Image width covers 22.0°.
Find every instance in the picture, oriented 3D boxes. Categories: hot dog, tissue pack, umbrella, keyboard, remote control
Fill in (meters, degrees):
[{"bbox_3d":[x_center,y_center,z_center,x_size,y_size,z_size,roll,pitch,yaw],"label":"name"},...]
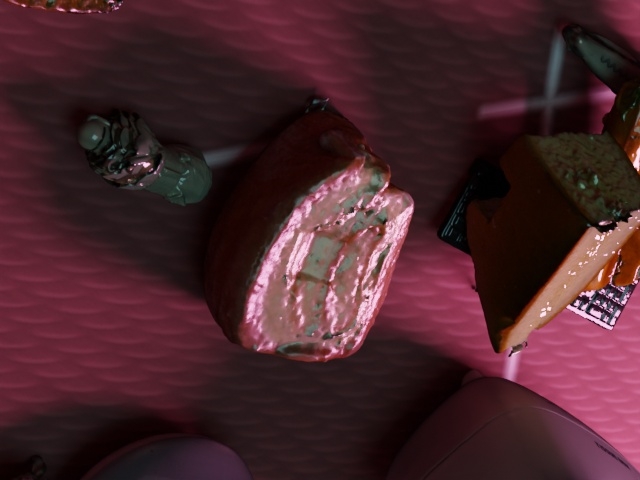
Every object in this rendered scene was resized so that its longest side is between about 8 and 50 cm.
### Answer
[{"bbox_3d":[0.322,-0.063,1.694,0.115,0.072,0.269,0,125,-22],"label":"hot dog"},{"bbox_3d":[0.228,0.297,1.809,0.229,0.236,0.333,-44,133,11],"label":"tissue pack"},{"bbox_3d":[-0.153,-0.072,1.432,0.143,0.062,0.067,26,68,-41],"label":"umbrella"},{"bbox_3d":[0.244,0.007,1.756,0.309,0.018,0.101,27,91,-41],"label":"keyboard"},{"bbox_3d":[-0.163,0.333,1.656,0.221,0.103,0.332,-19,126,-25],"label":"remote control"}]

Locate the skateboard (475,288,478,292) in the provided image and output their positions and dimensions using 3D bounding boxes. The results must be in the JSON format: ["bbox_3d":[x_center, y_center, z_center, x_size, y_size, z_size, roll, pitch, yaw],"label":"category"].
[{"bbox_3d":[0.207,0.059,1.771,0.083,0.032,0.064,32,89,-44],"label":"skateboard"}]

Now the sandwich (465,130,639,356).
[{"bbox_3d":[0.221,0.002,1.645,0.122,0.128,0.236,-11,150,-33],"label":"sandwich"}]

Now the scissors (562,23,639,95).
[{"bbox_3d":[0.336,-0.154,1.705,0.289,0.041,0.138,28,104,-42],"label":"scissors"}]

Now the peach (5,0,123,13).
[{"bbox_3d":[-0.243,-0.272,1.227,0.189,0.068,0.279,-57,135,-24],"label":"peach"}]

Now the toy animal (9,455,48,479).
[{"bbox_3d":[-0.330,0.314,1.553,0.176,0.073,0.217,-15,121,-34],"label":"toy animal"}]

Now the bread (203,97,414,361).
[{"bbox_3d":[-0.010,-0.001,1.528,0.190,0.123,0.244,1,117,-32],"label":"bread"}]
